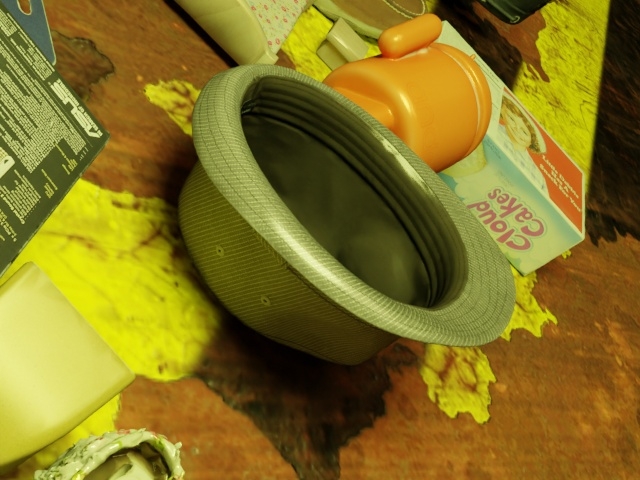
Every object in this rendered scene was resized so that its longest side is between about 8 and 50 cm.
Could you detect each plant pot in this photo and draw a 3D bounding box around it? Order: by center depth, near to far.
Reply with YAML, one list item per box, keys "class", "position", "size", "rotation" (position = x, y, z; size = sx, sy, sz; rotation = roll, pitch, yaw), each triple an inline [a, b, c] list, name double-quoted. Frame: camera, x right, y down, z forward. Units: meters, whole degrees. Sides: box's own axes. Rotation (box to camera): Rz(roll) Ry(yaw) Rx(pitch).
- class: "plant pot"
  position: [-0.161, 0.076, 0.471]
  size: [0.081, 0.081, 0.083]
  rotation: [50, 43, -7]

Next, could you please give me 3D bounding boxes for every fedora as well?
- class: "fedora"
  position: [0.000, 0.000, 0.702]
  size: [0.275, 0.124, 0.243]
  rotation: [41, 31, -4]

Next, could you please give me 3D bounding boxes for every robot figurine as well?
- class: "robot figurine"
  position: [0.078, -0.116, 0.894]
  size: [0.219, 0.128, 0.158]
  rotation: [-26, 92, -44]

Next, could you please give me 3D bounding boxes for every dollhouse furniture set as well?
- class: "dollhouse furniture set"
  position: [-0.068, -0.272, 0.829]
  size: [0.355, 0.174, 0.303]
  rotation: [43, 34, -15]

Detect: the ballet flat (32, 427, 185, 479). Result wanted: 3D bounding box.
- class: "ballet flat"
  position: [-0.129, 0.169, 0.423]
  size: [0.091, 0.077, 0.241]
  rotation: [44, 34, -16]

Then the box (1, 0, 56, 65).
- class: "box"
  position: [-0.282, -0.178, 0.593]
  size: [0.225, 0.036, 0.136]
  rotation: [9, 53, -47]

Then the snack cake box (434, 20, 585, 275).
- class: "snack cake box"
  position: [0.189, -0.107, 1.080]
  size: [0.264, 0.089, 0.152]
  rotation: [44, 32, -15]

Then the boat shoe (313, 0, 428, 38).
- class: "boat shoe"
  position: [0.015, -0.339, 1.050]
  size: [0.324, 0.116, 0.123]
  rotation: [28, 40, -34]

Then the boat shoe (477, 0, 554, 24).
- class: "boat shoe"
  position: [0.136, -0.457, 1.293]
  size: [0.500, 0.156, 0.186]
  rotation: [27, 45, -18]

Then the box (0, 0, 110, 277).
- class: "box"
  position: [-0.252, -0.100, 0.426]
  size: [0.307, 0.077, 0.242]
  rotation: [53, 24, -21]
